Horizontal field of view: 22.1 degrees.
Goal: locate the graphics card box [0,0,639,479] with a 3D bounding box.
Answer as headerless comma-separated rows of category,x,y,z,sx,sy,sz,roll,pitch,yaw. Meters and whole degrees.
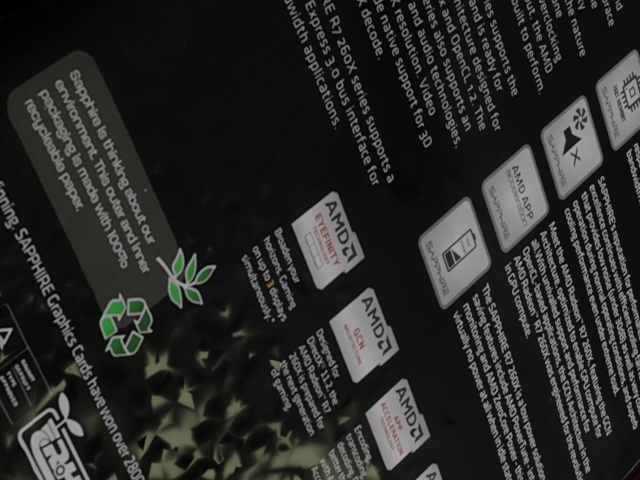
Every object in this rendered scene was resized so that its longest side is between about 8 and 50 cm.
graphics card box,0.000,0.000,0.455,0.094,0.232,0.371,8,-141,44
